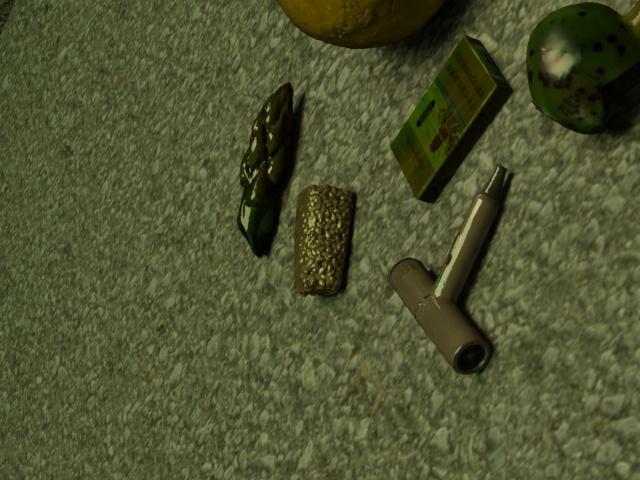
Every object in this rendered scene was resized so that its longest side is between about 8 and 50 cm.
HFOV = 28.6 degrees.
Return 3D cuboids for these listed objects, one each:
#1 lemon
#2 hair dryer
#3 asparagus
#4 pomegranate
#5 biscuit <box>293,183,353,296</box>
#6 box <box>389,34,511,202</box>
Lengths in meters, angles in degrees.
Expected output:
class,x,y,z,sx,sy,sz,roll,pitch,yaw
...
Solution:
class,x,y,z,sx,sy,sz,roll,pitch,yaw
lemon,0.047,-0.395,1.739,0.310,0.258,0.258,20,94,63
hair dryer,0.189,0.025,1.532,0.220,0.053,0.195,-57,35,17
asparagus,-0.091,-0.119,2.028,0.080,0.080,0.287,14,89,60
pomegranate,0.290,-0.206,1.378,0.169,0.122,0.143,-60,4,30
biscuit,0.000,0.000,1.832,0.082,0.070,0.168,160,118,-65
box,0.168,-0.159,1.657,0.193,0.030,0.121,-57,34,30
